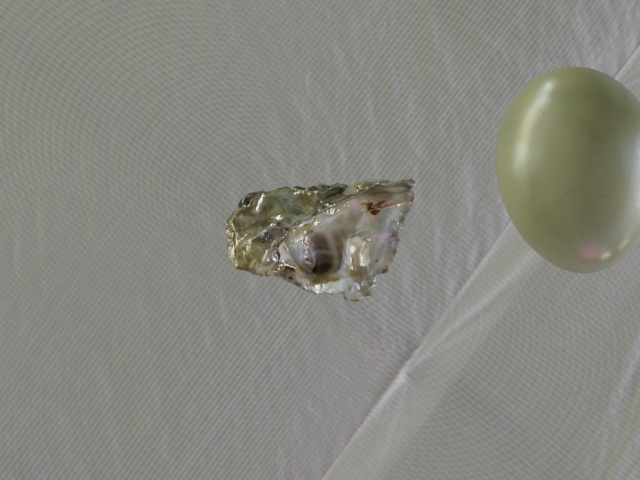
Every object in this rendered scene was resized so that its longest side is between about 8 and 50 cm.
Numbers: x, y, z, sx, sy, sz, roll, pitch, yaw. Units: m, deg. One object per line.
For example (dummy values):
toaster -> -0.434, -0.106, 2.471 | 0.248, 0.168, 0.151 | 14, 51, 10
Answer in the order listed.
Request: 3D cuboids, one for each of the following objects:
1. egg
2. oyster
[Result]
egg -> 0.300, -0.083, 1.066 | 0.185, 0.186, 0.242 | -8, -100, 0
oyster -> -0.003, -0.011, 0.961 | 0.232, 0.107, 0.162 | -7, -58, -39
